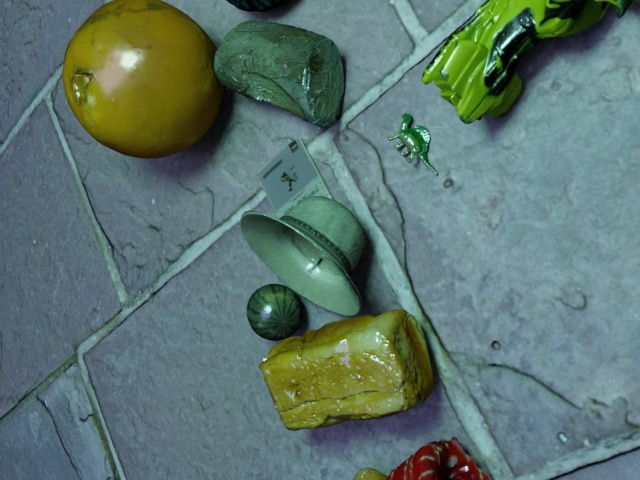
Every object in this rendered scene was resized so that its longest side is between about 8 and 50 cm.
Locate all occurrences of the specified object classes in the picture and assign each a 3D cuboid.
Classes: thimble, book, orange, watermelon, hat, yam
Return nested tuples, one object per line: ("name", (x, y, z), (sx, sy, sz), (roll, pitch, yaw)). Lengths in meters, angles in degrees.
("thimble", (0.188, 0.410, 0.940), (0.125, 0.163, 0.190), (-50, 58, 28))
("book", (-0.043, -0.088, 1.185), (0.127, 0.014, 0.182), (-38, 71, 31))
("orange", (-0.341, -0.314, 1.224), (0.311, 0.312, 0.313), (1, 92, 36))
("watermelon", (-0.088, 0.130, 1.177), (0.133, 0.105, 0.105), (-128, 53, -67))
("hat", (0.000, 0.000, 1.069), (0.257, 0.257, 0.130), (27, 65, 32))
("yam", (-0.066, -0.310, 1.121), (0.254, 0.153, 0.154), (30, 108, 35))

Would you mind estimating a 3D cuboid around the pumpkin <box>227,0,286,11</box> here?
("pumpkin", (-0.114, -0.522, 1.152), (0.194, 0.150, 0.194), (-16, 60, 29))

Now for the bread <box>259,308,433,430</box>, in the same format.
("bread", (0.043, 0.219, 1.060), (0.294, 0.132, 0.167), (-22, 79, 33))

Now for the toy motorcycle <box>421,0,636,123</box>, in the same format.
("toy motorcycle", (0.299, -0.310, 0.859), (0.342, 0.142, 0.206), (-48, 27, 27))

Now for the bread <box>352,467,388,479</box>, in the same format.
("bread", (0.096, 0.476, 1.064), (0.114, 0.077, 0.190), (13, 100, 55))

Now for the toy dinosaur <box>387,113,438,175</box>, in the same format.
("toy dinosaur", (0.160, -0.158, 1.033), (0.060, 0.029, 0.120), (-43, 69, 10))
